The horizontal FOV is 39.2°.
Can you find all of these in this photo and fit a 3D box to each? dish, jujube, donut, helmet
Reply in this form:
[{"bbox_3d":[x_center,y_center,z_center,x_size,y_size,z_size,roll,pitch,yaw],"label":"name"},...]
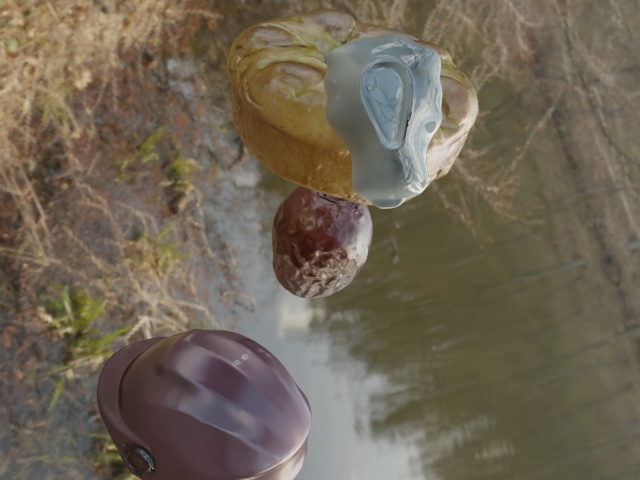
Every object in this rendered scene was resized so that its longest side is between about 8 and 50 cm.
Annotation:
[{"bbox_3d":[0.049,-0.095,0.669,0.039,0.091,0.137,89,-2,-80],"label":"dish"},{"bbox_3d":[0.000,0.000,1.619,0.183,0.183,0.243,-89,-170,-45],"label":"jujube"},{"bbox_3d":[0.037,-0.176,1.138,0.317,0.299,0.150,-123,-150,-44],"label":"donut"},{"bbox_3d":[-0.155,0.251,1.358,0.338,0.197,0.271,46,41,-1],"label":"helmet"}]
